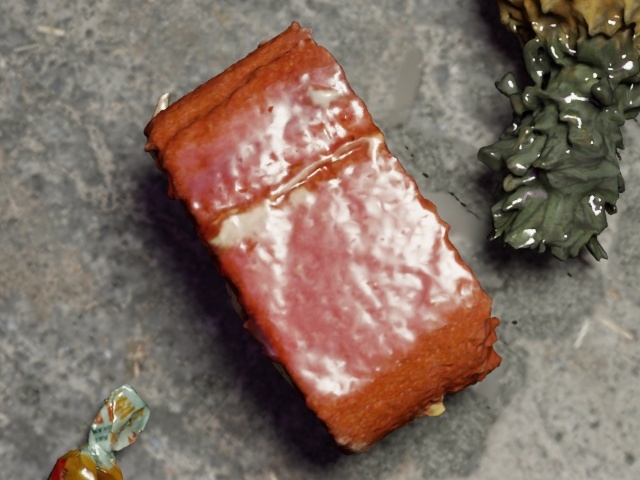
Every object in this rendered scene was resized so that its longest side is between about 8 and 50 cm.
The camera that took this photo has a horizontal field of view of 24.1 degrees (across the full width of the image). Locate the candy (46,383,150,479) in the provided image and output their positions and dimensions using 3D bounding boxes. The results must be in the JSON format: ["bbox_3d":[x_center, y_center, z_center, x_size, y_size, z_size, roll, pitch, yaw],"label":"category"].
[{"bbox_3d":[-0.177,0.186,1.062,0.053,0.046,0.182,30,87,15],"label":"candy"}]

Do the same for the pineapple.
[{"bbox_3d":[0.193,-0.164,1.005,0.202,0.202,0.362,12,88,11],"label":"pineapple"}]

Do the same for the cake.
[{"bbox_3d":[0.000,0.000,1.007,0.151,0.177,0.283,-35,81,1],"label":"cake"}]
